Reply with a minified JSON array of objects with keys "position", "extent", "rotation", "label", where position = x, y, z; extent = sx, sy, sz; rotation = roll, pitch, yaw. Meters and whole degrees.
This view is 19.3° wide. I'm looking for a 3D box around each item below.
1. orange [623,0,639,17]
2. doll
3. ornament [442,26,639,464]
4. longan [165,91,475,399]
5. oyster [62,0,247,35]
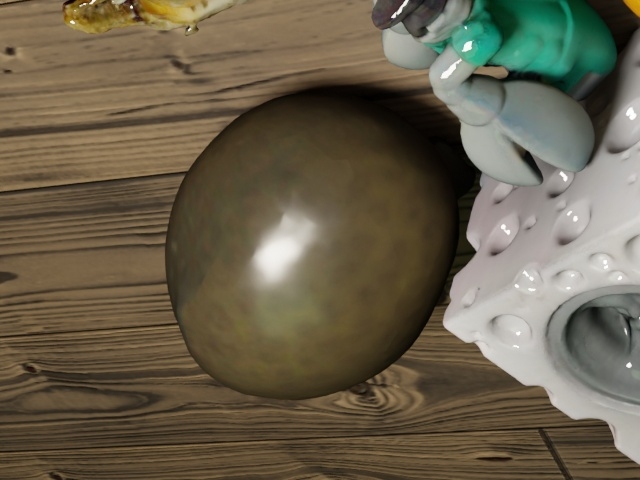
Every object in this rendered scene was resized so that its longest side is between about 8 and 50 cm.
[{"position":[0.258,-0.199,1.389],"extent":[0.083,0.083,0.083],"rotation":[8,146,5],"label":"orange"},{"position":[0.110,-0.158,1.420],"extent":[0.258,0.195,0.153],"rotation":[32,121,-28],"label":"doll"},{"position":[0.282,0.000,1.510],"extent":[0.240,0.240,0.239],"rotation":[35,140,-21],"label":"ornament"},{"position":[0.000,0.000,1.631],"extent":[0.243,0.300,0.300],"rotation":[53,146,13],"label":"longan"},{"position":[-0.030,-0.235,1.352],"extent":[0.345,0.079,0.129],"rotation":[-23,156,5],"label":"oyster"}]
